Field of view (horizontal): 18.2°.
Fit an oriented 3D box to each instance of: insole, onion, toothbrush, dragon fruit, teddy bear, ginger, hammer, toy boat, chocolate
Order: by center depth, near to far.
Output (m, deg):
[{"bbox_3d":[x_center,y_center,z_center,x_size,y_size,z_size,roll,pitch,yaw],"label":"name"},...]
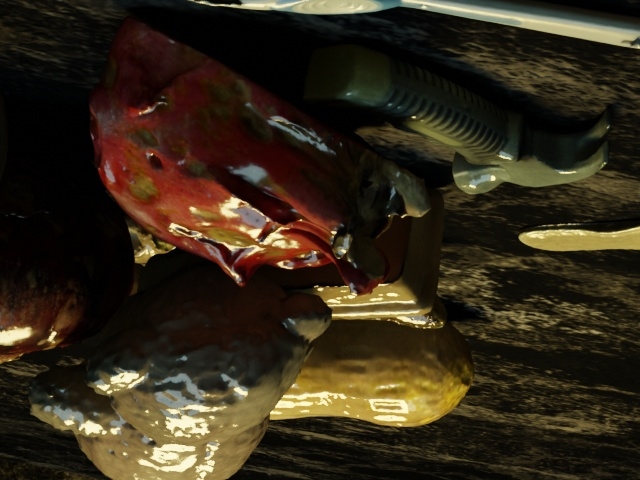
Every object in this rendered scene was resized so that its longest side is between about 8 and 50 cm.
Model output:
[{"bbox_3d":[0.019,-0.143,1.186,0.386,0.040,0.040,9,166,-4],"label":"toothbrush"},{"bbox_3d":[-0.029,-0.031,1.356,0.211,0.134,0.262,23,177,42],"label":"dragon fruit"},{"bbox_3d":[0.094,-0.082,1.371,0.226,0.041,0.158,20,161,-38],"label":"hammer"},{"bbox_3d":[-0.108,0.103,1.531,0.236,0.151,0.267,-15,154,-18],"label":"teddy bear"},{"bbox_3d":[0.000,0.000,1.600,0.188,0.116,0.061,-1,159,22],"label":"toy boat"},{"bbox_3d":[-0.270,0.006,1.610,0.246,0.190,0.246,-7,-173,1],"label":"onion"},{"bbox_3d":[0.275,-0.002,1.638,0.248,0.011,0.081,-2,163,36],"label":"insole"},{"bbox_3d":[-0.115,-0.007,1.779,0.173,0.051,0.069,-10,163,38],"label":"ginger"},{"bbox_3d":[0.007,0.125,2.047,0.309,0.134,0.134,3,165,13],"label":"chocolate"}]

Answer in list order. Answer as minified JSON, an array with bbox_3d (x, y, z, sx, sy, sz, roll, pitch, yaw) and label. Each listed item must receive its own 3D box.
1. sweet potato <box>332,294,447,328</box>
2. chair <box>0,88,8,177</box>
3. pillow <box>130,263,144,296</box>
[{"bbox_3d":[-0.041,0.043,1.823,0.310,0.098,0.124,-1,171,38],"label":"sweet potato"},{"bbox_3d":[-0.358,-0.066,1.420,0.166,0.188,0.272,18,166,-35],"label":"chair"},{"bbox_3d":[-0.158,0.060,1.920,0.232,0.038,0.131,37,-166,-41],"label":"pillow"}]
